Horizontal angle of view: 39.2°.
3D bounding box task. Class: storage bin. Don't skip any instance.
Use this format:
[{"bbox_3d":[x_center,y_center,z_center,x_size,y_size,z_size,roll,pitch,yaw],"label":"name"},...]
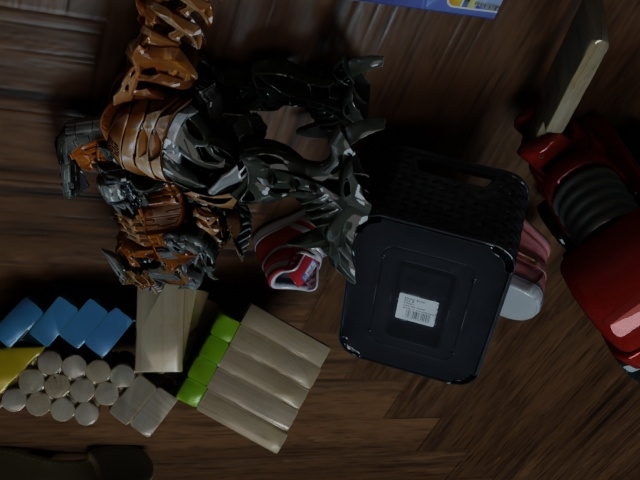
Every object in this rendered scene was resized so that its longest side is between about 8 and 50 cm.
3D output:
[{"bbox_3d":[0.088,0.025,0.730,0.122,0.084,0.180,15,138,8],"label":"storage bin"}]

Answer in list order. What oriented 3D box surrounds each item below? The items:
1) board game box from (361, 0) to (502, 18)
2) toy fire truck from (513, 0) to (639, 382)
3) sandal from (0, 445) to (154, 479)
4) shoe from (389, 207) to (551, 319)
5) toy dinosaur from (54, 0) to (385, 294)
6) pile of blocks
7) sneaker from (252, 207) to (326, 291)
[{"bbox_3d":[0.084,-0.236,0.548,0.136,0.035,0.201,2,137,-21],"label":"board game box"},{"bbox_3d":[0.221,-0.039,0.681,0.158,0.217,0.246,-38,135,25],"label":"toy fire truck"},{"bbox_3d":[-0.302,0.275,0.960,0.240,0.088,0.079,3,131,-29],"label":"sandal"},{"bbox_3d":[0.125,0.002,0.818,0.178,0.081,0.063,24,144,-2],"label":"shoe"},{"bbox_3d":[-0.074,-0.065,0.614,0.218,0.164,0.322,9,158,-5],"label":"toy dinosaur"},{"bbox_3d":[-0.180,0.101,0.812,0.362,0.149,0.112,5,179,-11],"label":"pile of blocks"},{"bbox_3d":[0.000,0.000,0.764,0.118,0.067,0.042,-30,139,15],"label":"sneaker"}]
